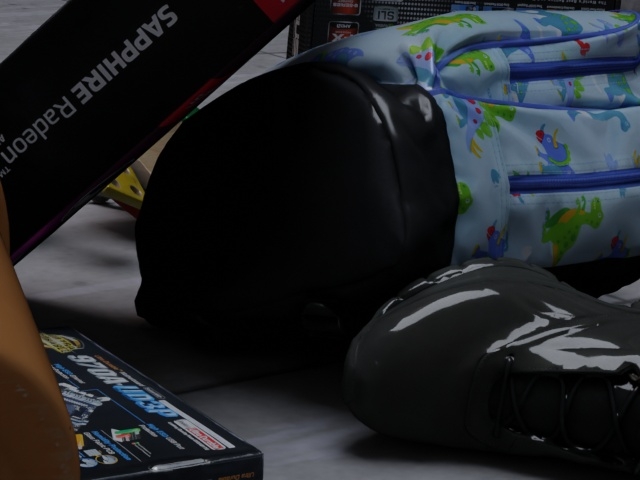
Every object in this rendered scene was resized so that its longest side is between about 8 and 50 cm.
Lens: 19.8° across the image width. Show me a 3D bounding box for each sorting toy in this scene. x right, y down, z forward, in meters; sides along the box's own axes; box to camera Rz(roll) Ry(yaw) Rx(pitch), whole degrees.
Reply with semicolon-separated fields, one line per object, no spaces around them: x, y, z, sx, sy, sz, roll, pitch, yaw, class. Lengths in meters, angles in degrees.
-0.134;-0.053;1.453;0.132;0.046;0.274;49;18;14;sorting toy

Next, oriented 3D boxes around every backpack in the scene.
0.091;-0.044;1.236;0.355;0.273;0.290;10;-15;-36;backpack

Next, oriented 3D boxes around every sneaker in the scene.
0.155;0.080;1.027;0.286;0.109;0.130;0;21;-14;sneaker

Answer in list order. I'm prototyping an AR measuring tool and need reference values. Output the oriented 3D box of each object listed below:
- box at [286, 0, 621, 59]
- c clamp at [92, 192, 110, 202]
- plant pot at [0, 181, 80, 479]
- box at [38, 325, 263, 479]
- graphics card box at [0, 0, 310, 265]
0.104;-0.110;1.511;0.270;0.216;0.060;2;13;-16;box
-0.166;-0.051;1.585;0.137;0.022;0.160;8;12;-9;c clamp
-0.220;0.060;0.666;0.291;0.291;0.203;-7;35;-39;plant pot
-0.159;0.102;0.918;0.175;0.051;0.220;-5;17;-34;box
-0.141;-0.083;1.108;0.094;0.371;0.233;50;14;-6;graphics card box
